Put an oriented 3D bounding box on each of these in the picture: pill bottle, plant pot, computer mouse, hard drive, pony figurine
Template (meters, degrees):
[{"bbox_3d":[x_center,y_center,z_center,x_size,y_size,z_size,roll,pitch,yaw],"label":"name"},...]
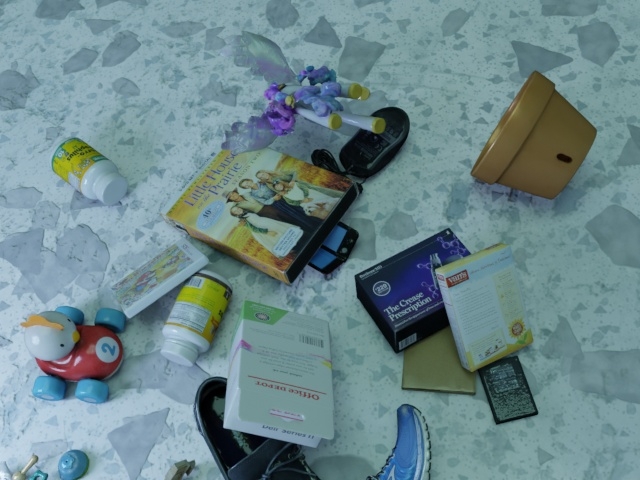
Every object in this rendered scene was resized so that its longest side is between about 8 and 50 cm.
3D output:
[{"bbox_3d":[-0.295,0.182,1.798,0.117,0.117,0.215,14,64,15],"label":"pill bottle"},{"bbox_3d":[0.526,-0.235,1.849,0.203,0.291,0.291,30,68,5],"label":"plant pot"},{"bbox_3d":[-0.618,-0.182,2.046,0.208,0.117,0.117,35,70,23],"label":"pill bottle"},{"bbox_3d":[0.125,-0.240,2.014,0.272,0.072,0.188,-42,64,-3],"label":"computer mouse"},{"bbox_3d":[0.410,0.328,1.678,0.094,0.022,0.135,-13,60,0],"label":"hard drive"},{"bbox_3d":[-0.064,-0.354,1.936,0.363,0.351,0.303,17,105,37],"label":"pony figurine"}]

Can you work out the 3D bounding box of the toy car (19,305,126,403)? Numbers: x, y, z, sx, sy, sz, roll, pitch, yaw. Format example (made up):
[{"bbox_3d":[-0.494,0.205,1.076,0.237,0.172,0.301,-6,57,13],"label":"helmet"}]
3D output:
[{"bbox_3d":[-0.580,0.230,1.740,0.210,0.238,0.219,2,62,9],"label":"toy car"}]

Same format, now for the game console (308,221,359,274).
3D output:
[{"bbox_3d":[0.000,0.000,1.875,0.144,0.085,0.124,30,99,21],"label":"game console"}]

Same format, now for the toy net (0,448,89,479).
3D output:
[{"bbox_3d":[-0.631,0.537,1.689,0.232,0.045,0.122,-11,62,3],"label":"toy net"}]

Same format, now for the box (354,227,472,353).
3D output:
[{"bbox_3d":[0.236,0.111,1.759,0.261,0.103,0.184,-27,52,-12],"label":"box"}]

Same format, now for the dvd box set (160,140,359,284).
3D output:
[{"bbox_3d":[-0.157,-0.094,1.930,0.420,0.062,0.308,25,65,29],"label":"dvd box set"}]

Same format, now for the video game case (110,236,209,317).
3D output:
[{"bbox_3d":[-0.394,0.084,1.852,0.227,0.026,0.206,-36,25,-13],"label":"video game case"}]

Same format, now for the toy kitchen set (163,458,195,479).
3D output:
[{"bbox_3d":[-0.285,0.520,1.639,0.068,0.083,0.075,-9,49,-47],"label":"toy kitchen set"}]

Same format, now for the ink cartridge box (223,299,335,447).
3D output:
[{"bbox_3d":[-0.086,0.297,1.587,0.207,0.119,0.353,16,31,-12],"label":"ink cartridge box"}]

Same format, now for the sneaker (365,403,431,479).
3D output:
[{"bbox_3d":[0.149,0.493,1.560,0.147,0.130,0.330,6,62,8],"label":"sneaker"}]

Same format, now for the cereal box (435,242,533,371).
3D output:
[{"bbox_3d":[0.362,0.145,1.673,0.173,0.047,0.240,-21,104,-16],"label":"cereal box"}]

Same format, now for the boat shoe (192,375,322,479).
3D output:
[{"bbox_3d":[-0.114,0.482,1.587,0.187,0.156,0.500,-33,63,-13],"label":"boat shoe"}]

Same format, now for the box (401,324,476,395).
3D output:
[{"bbox_3d":[0.272,0.248,1.742,0.164,0.021,0.201,2,62,9],"label":"box"}]
